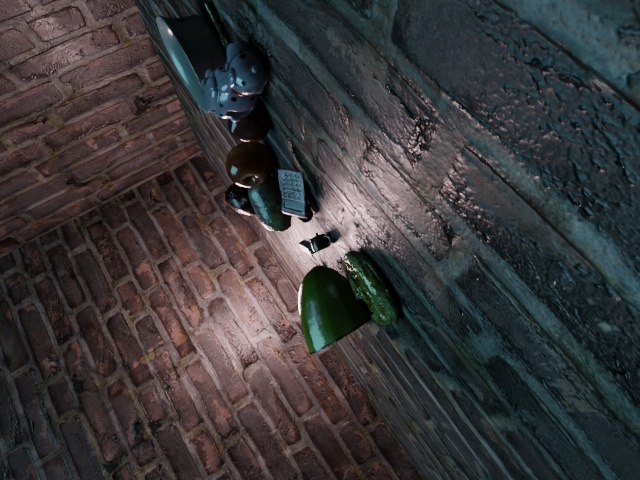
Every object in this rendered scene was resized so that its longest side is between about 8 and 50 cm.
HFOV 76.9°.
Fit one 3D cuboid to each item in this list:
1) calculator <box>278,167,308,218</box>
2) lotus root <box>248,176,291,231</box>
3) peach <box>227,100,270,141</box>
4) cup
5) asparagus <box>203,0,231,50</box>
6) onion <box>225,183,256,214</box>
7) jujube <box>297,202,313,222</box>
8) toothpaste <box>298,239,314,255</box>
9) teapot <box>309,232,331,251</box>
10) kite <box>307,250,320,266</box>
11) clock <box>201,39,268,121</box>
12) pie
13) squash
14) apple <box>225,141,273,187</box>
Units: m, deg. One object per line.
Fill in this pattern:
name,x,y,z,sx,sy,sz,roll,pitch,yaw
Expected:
calculator,-0.100,-0.176,1.506,0.127,0.034,0.190,18,124,36
lotus root,-0.239,-0.181,1.863,0.175,0.175,0.349,36,155,58
peach,-0.259,-0.420,1.436,0.152,0.152,0.152,54,166,19
cup,-0.427,-0.659,1.462,0.347,0.163,0.347,54,166,20
asparagus,-0.331,-0.695,1.321,0.036,0.030,0.165,15,136,57
onion,-0.432,-0.260,2.346,0.252,0.219,0.252,19,-169,-4
jujube,-0.077,-0.129,1.596,0.129,0.077,0.077,59,168,-21
toothpaste,-0.069,0.037,2.029,0.046,0.034,0.164,63,166,-18
teapot,0.000,0.000,1.617,0.121,0.076,0.068,-14,100,48
kite,-0.004,0.121,1.954,0.198,0.006,0.244,35,166,38
clock,-0.246,-0.488,1.225,0.188,0.189,0.254,60,154,-10
pie,0.168,0.165,1.384,0.302,0.067,0.302,55,168,18
squash,0.013,0.269,1.695,0.308,0.310,0.310,58,167,8
apple,-0.296,-0.321,1.682,0.201,0.201,0.162,94,167,-68
